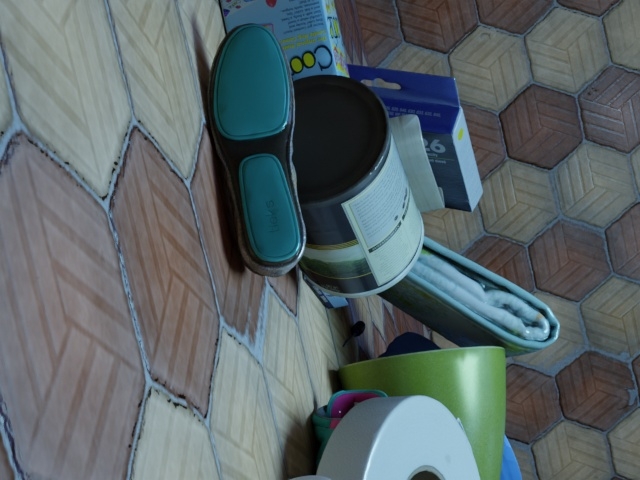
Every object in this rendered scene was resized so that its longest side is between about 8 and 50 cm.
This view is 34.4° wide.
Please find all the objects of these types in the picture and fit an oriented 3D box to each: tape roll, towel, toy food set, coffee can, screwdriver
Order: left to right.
[{"bbox_3d":[0.025,-0.067,1.438,0.275,0.202,0.201,62,19,-57],"label":"coffee can"},{"bbox_3d":[0.058,0.176,1.882,0.170,0.024,0.025,-44,150,-71],"label":"screwdriver"},{"bbox_3d":[0.086,-0.117,1.794,0.306,0.220,0.092,56,25,-64],"label":"toy food set"},{"bbox_3d":[0.109,0.389,1.310,0.392,0.072,0.391,23,63,-56],"label":"tape roll"},{"bbox_3d":[0.200,0.081,1.772,0.090,0.374,0.320,-57,180,-10],"label":"towel"}]

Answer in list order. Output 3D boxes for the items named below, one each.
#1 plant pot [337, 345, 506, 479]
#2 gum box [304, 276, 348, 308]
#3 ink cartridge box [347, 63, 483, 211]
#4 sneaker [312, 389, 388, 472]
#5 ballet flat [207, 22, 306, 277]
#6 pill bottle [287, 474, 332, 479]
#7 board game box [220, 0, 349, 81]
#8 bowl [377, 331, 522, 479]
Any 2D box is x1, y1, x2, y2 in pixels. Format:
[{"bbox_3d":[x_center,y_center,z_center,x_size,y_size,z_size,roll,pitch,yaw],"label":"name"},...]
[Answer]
[{"bbox_3d":[0.180,0.336,1.659,0.275,0.275,0.293,41,41,-74],"label":"plant pot"},{"bbox_3d":[0.000,0.000,1.687,0.157,0.041,0.184,58,23,-65],"label":"gum box"},{"bbox_3d":[0.128,-0.188,1.912,0.072,0.304,0.307,-63,148,-26],"label":"ink cartridge box"},{"bbox_3d":[0.062,0.304,1.470,0.295,0.124,0.178,49,40,-68],"label":"sneaker"},{"bbox_3d":[-0.082,-0.104,1.255,0.106,0.108,0.315,116,-29,-73],"label":"ballet flat"},{"bbox_3d":[-0.002,0.344,1.060,0.112,0.112,0.186,-66,143,-74],"label":"pill bottle"},{"bbox_3d":[-0.058,-0.337,1.474,0.142,0.144,0.275,-7,86,-81],"label":"board game box"},{"bbox_3d":[0.233,0.360,1.971,0.391,0.077,0.391,52,-18,25],"label":"bowl"}]
